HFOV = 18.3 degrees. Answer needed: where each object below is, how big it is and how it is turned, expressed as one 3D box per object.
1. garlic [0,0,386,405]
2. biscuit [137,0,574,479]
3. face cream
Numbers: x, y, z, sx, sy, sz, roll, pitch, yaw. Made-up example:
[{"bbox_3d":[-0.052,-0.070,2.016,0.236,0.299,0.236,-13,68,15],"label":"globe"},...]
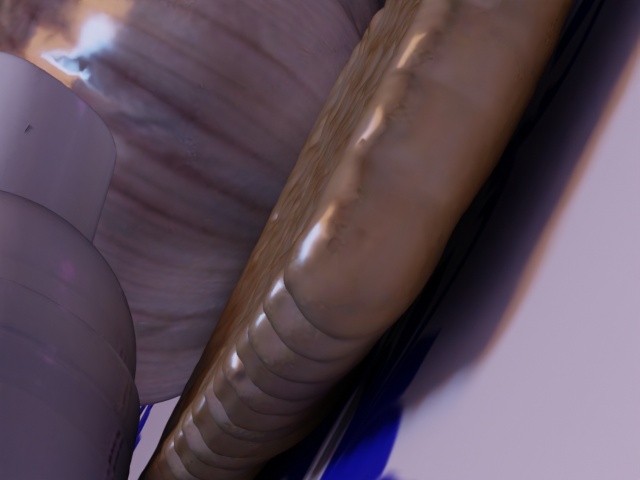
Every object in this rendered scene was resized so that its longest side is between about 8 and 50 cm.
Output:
[{"bbox_3d":[-0.086,-0.063,1.022,0.322,0.241,0.322,17,-90,-78],"label":"garlic"},{"bbox_3d":[0.017,-0.023,0.622,0.217,0.044,0.325,-66,4,-23],"label":"biscuit"},{"bbox_3d":[-0.137,0.072,0.708,0.145,0.145,0.370,126,161,-50],"label":"face cream"}]
